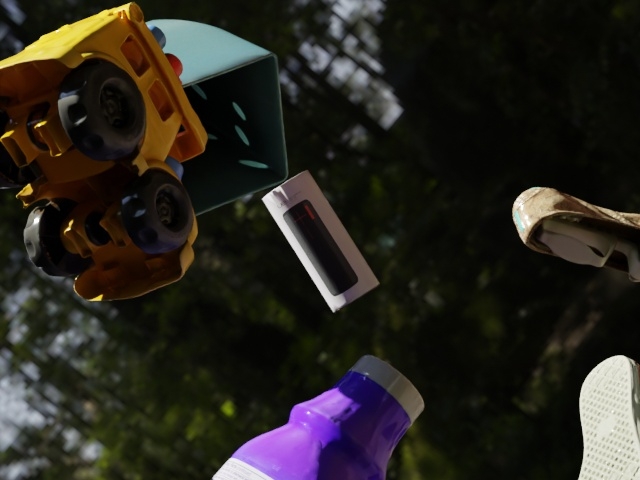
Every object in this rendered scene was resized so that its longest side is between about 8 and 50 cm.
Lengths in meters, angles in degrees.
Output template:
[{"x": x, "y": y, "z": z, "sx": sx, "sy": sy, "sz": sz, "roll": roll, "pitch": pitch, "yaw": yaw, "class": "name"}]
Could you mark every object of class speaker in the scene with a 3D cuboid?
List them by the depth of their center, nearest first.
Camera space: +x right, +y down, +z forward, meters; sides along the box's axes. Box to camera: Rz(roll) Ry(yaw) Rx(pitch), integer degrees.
[{"x": 0.000, "y": 0.000, "z": 1.552, "sx": 0.055, "sy": 0.136, "sz": 0.055, "roll": -32, "pitch": -2, "yaw": -1, "class": "speaker"}]

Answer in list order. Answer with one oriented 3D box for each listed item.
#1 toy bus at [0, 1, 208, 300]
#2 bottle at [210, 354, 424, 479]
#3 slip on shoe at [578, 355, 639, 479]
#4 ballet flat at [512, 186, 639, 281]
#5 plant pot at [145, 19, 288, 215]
[{"x": -0.170, "y": -0.089, "z": 1.339, "sx": 0.149, "sy": 0.220, "sz": 0.211, "roll": -14, "pitch": 24, "yaw": 35, "class": "toy bus"}, {"x": -0.031, "y": 0.211, "z": 1.219, "sx": 0.283, "sy": 0.118, "sz": 0.092, "roll": -48, "pitch": -41, "yaw": -21, "class": "bottle"}, {"x": 0.367, "y": 0.282, "z": 1.869, "sx": 0.123, "sy": 0.101, "sz": 0.331, "roll": -34, "pitch": 28, "yaw": 33, "class": "slip on shoe"}, {"x": 0.279, "y": 0.008, "z": 1.492, "sx": 0.067, "sy": 0.206, "sz": 0.073, "roll": -77, "pitch": 0, "yaw": -51, "class": "ballet flat"}, {"x": -0.175, "y": -0.161, "z": 1.838, "sx": 0.165, "sy": 0.234, "sz": 0.166, "roll": -23, "pitch": -52, "yaw": -26, "class": "plant pot"}]
